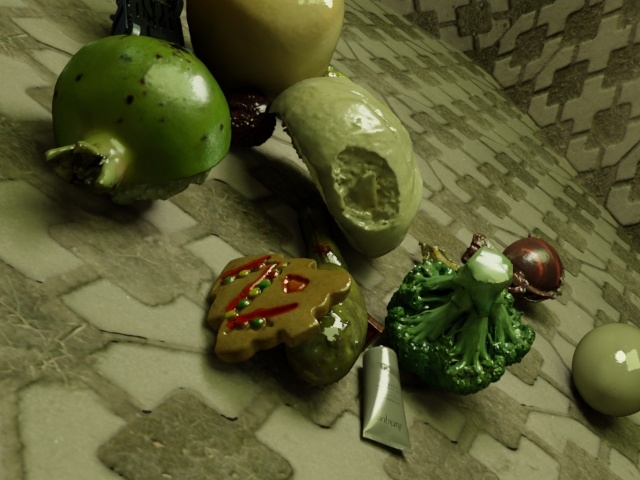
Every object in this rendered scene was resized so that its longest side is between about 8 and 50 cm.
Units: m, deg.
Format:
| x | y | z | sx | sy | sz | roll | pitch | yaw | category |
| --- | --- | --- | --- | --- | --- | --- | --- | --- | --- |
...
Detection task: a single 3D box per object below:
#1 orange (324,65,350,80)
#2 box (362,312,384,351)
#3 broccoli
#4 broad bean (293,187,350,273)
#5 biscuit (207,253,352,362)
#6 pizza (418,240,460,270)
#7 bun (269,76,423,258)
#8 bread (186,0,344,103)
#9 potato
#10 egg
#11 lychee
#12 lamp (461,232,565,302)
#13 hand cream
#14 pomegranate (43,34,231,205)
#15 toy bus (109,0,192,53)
| x | y | z | sx | sy | sz | roll | pitch | yaw | category |
| --- | --- | --- | --- | --- | --- | --- | --- | --- | --- |
| -0.028 | -0.360 | 1.869 | 0.237 | 0.158 | 0.179 | 43 | -16 | -6 | orange |
| 0.057 | 0.137 | 1.326 | 0.082 | 0.051 | 0.023 | 41 | 24 | 3 | box |
| 0.242 | 0.129 | 1.355 | 0.270 | 0.270 | 0.269 | 9 | 47 | -10 | broccoli |
| 0.000 | 0.000 | 1.453 | 0.077 | 0.061 | 0.339 | 46 | 18 | -40 | broad bean |
| -0.078 | 0.075 | 1.133 | 0.239 | 0.212 | 0.041 | 37 | -26 | 51 | biscuit |
| 0.288 | 0.114 | 1.664 | 0.280 | 0.075 | 0.287 | 15 | 33 | -49 | pizza |
| 0.071 | -0.155 | 1.520 | 0.364 | 0.202 | 0.364 | 59 | 0 | 0 | bun |
| -0.128 | -0.443 | 1.610 | 0.348 | 0.253 | 0.376 | 47 | -15 | 2 | bread |
| 0.006 | 0.122 | 1.200 | 0.149 | 0.113 | 0.251 | 55 | 16 | -19 | potato |
| 0.636 | 0.278 | 1.734 | 0.186 | 0.186 | 0.241 | 40 | 35 | 0 | egg |
| -0.145 | -0.237 | 1.584 | 0.129 | 0.123 | 0.123 | 55 | 10 | -44 | lychee |
| 0.475 | 0.056 | 1.916 | 0.223 | 0.151 | 0.215 | 7 | 37 | -46 | lamp |
| 0.096 | 0.234 | 1.230 | 0.087 | 0.054 | 0.186 | 25 | 36 | -21 | hand cream |
| -0.270 | -0.162 | 1.158 | 0.260 | 0.260 | 0.340 | 37 | 28 | -7 | pomegranate |
| -0.333 | -0.379 | 1.537 | 0.126 | 0.133 | 0.292 | 18 | 35 | -30 | toy bus |
